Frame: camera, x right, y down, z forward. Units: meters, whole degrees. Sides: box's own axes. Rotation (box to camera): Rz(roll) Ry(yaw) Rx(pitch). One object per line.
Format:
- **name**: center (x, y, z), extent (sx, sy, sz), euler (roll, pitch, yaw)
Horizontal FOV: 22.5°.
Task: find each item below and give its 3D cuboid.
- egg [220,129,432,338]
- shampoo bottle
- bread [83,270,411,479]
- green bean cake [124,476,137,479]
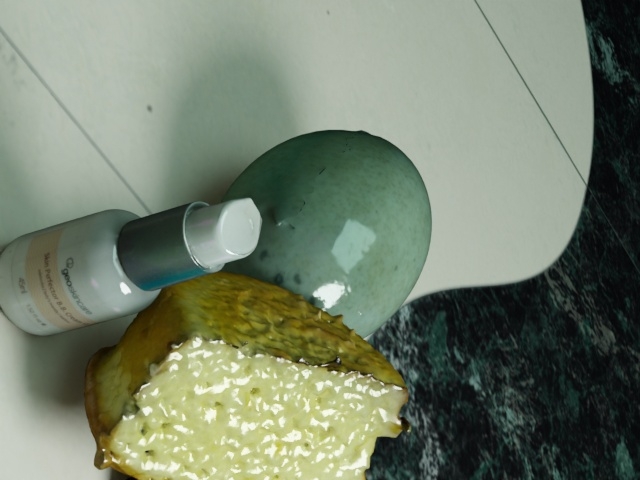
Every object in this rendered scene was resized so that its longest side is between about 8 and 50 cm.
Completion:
- **egg**: center (0.000, 0.000, 1.302), extent (0.169, 0.169, 0.236), euler (66, 30, -15)
- **shampoo bottle**: center (-0.129, 0.014, 1.069), extent (0.074, 0.192, 0.074), euler (28, 56, -51)
- **bread**: center (-0.058, 0.099, 1.146), extent (0.229, 0.143, 0.139), euler (18, 28, -36)
- **green bean cake**: center (-0.084, 0.230, 1.181), extent (0.135, 0.056, 0.135), euler (-1, 78, -59)
